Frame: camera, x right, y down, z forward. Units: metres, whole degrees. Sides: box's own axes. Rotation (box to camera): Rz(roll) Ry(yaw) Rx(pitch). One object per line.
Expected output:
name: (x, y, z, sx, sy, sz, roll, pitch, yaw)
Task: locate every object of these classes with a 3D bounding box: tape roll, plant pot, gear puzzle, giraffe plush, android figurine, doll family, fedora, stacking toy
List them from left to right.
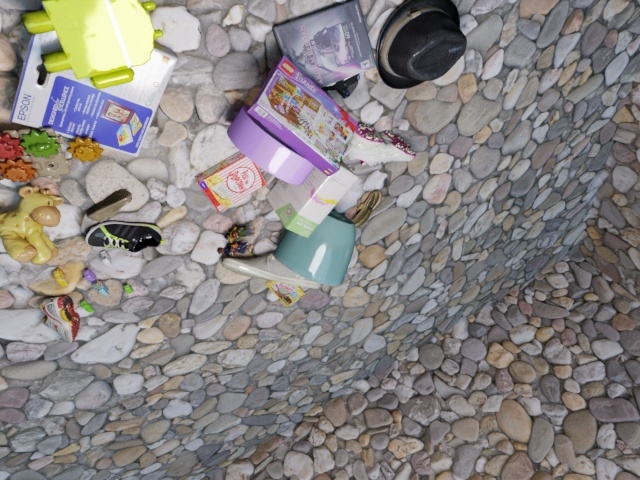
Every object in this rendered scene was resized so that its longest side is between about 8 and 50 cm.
gear puzzle: (-0.733, -0.205, 1.135, 0.338, 0.044, 0.175, -9, 146, -17)
giraffe plush: (-0.791, -0.058, 1.230, 0.210, 0.181, 0.170, 43, 88, -14)
stacking toy: (-0.755, 0.141, 1.504, 0.166, 0.052, 0.221, -24, 140, -11)
android figurine: (-0.494, -0.468, 0.998, 0.272, 0.056, 0.248, -24, 135, -17)
doll family: (-0.314, 0.007, 1.654, 0.111, 0.076, 0.193, -10, 136, -33)
tape roll: (-0.140, -0.285, 1.340, 0.274, 0.275, 0.090, 21, 114, -44)
plant pot: (0.000, 0.000, 1.713, 0.293, 0.293, 0.235, 13, 107, -41)
fedora: (0.350, -0.619, 1.450, 0.333, 0.152, 0.334, -19, 137, -18)

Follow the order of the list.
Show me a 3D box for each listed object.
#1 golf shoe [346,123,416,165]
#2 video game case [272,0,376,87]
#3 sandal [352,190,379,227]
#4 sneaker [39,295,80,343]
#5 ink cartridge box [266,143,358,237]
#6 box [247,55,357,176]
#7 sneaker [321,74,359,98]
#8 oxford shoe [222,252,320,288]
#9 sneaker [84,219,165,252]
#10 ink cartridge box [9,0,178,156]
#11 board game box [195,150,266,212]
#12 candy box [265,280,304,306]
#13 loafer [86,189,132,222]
golf shoe: (0.222, -0.338, 1.678, 0.306, 0.115, 0.140, 10, 133, -32)
video game case: (0.018, -0.565, 1.311, 0.274, 0.026, 0.196, -25, 111, -13)
sandal: (0.184, -0.133, 1.883, 0.072, 0.049, 0.180, 25, 97, -51)
sneaker: (-0.885, 0.268, 1.521, 0.092, 0.088, 0.225, 1, 130, -9)
ink cartridge box: (-0.012, -0.211, 1.548, 0.119, 0.207, 0.353, 25, 112, -44)
box: (-0.039, -0.345, 1.253, 0.293, 0.201, 0.057, 36, 147, -24)
sneaker: (0.037, -0.488, 1.417, 0.216, 0.079, 0.121, -32, 139, -6)
oxford shoe: (-0.183, 0.104, 1.800, 0.449, 0.169, 0.130, 13, 86, -33)
sneaker: (-0.615, -0.008, 1.415, 0.234, 0.097, 0.084, -8, 132, -29)
ink cartridge box: (-0.562, -0.391, 1.117, 0.307, 0.072, 0.304, 14, 120, -39)
board game box: (-0.296, -0.200, 1.490, 0.193, 0.045, 0.147, -32, 139, -5)
candy box: (-0.154, 0.216, 1.994, 0.105, 0.027, 0.206, -37, 140, -3)
loafer: (-0.632, -0.102, 1.352, 0.148, 0.056, 0.050, -25, 140, 3)
